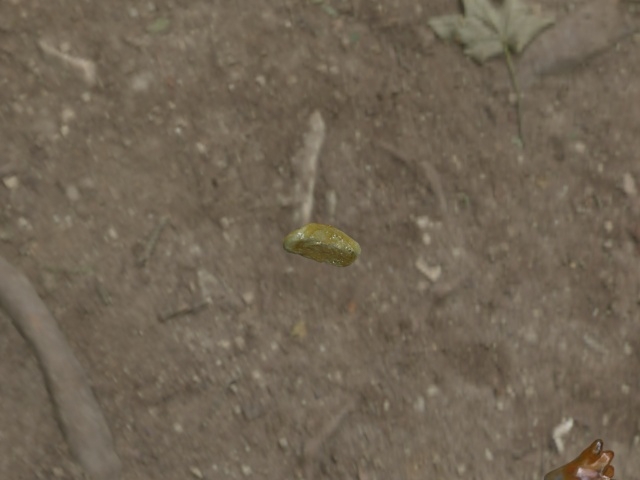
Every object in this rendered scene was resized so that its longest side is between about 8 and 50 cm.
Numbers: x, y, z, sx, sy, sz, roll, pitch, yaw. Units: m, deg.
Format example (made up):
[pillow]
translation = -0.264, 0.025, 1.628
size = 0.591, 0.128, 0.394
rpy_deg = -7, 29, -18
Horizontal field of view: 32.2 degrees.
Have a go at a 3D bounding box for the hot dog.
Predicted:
[hot dog]
translation = 0.000, 0.000, 1.116
size = 0.030, 0.090, 0.034
rpy_deg = -43, 47, 35

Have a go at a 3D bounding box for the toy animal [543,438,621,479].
[toy animal]
translation = 0.187, 0.296, 0.856
size = 0.284, 0.225, 0.302
rpy_deg = -3, 37, 10
